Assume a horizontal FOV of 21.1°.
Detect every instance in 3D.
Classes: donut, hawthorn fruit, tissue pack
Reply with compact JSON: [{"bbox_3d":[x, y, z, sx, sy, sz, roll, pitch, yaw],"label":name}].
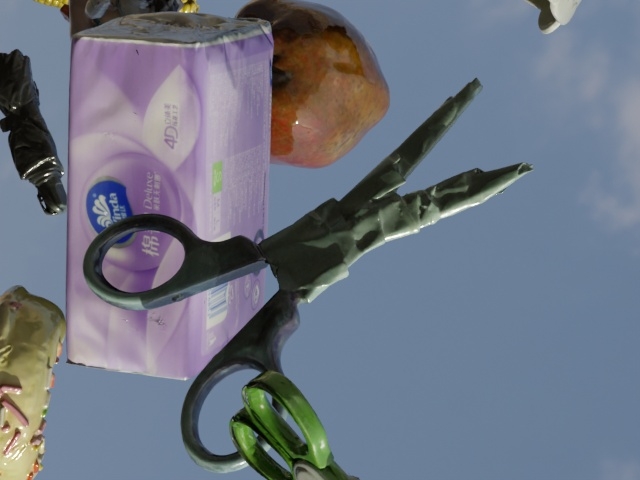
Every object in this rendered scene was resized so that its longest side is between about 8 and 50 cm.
[{"bbox_3d":[-0.236,0.112,1.316,0.108,0.065,0.166,114,-14,-74],"label":"donut"},{"bbox_3d":[-0.018,-0.178,2.072,0.208,0.248,0.208,-13,-112,35],"label":"hawthorn fruit"},{"bbox_3d":[-0.152,-0.058,1.722,0.160,0.242,0.338,5,-78,15],"label":"tissue pack"}]

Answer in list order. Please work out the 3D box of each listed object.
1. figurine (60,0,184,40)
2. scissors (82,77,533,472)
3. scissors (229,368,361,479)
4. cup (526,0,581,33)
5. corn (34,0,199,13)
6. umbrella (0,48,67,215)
[{"bbox_3d":[-0.222,-0.255,1.918,0.112,0.137,0.229,-60,-159,-17],"label":"figurine"},{"bbox_3d":[0.000,0.000,1.453,0.383,0.029,0.256,-35,-115,-2],"label":"scissors"},{"bbox_3d":[0.017,0.176,1.135,0.027,0.101,0.204,-35,-110,-30],"label":"scissors"},{"bbox_3d":[0.246,-0.410,1.951,0.219,0.290,0.257,35,-88,23],"label":"cup"},{"bbox_3d":[-0.335,-0.380,2.560,0.101,0.310,0.101,17,90,-88],"label":"corn"},{"bbox_3d":[-0.385,-0.142,2.287,0.066,0.059,0.235,-31,-108,29],"label":"umbrella"}]
